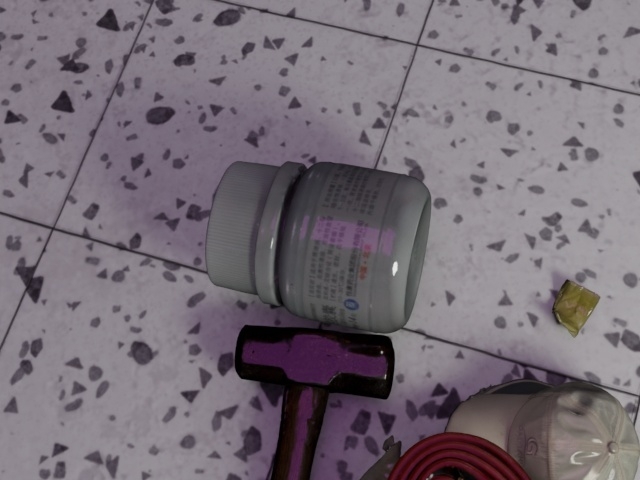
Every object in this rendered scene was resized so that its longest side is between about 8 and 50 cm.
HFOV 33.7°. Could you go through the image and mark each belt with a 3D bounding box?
[{"bbox_3d":[0.203,0.415,1.378,0.227,0.115,0.323,-24,66,5],"label":"belt"}]

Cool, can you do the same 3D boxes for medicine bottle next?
[{"bbox_3d":[0.000,0.000,1.612,0.306,0.245,0.245,11,71,12],"label":"medicine bottle"}]

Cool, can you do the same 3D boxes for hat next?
[{"bbox_3d":[0.315,0.294,1.509,0.275,0.161,0.232,3,66,12],"label":"hat"}]

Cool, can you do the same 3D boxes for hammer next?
[{"bbox_3d":[-0.036,0.327,1.579,0.243,0.095,0.408,8,73,10],"label":"hammer"}]

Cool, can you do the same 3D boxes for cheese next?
[{"bbox_3d":[0.386,0.110,1.628,0.060,0.041,0.084,30,64,10],"label":"cheese"}]

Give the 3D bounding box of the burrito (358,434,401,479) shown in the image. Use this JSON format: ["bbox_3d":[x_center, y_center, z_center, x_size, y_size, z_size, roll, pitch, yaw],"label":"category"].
[{"bbox_3d":[0.040,0.460,1.490,0.348,0.107,0.175,-44,97,-18],"label":"burrito"}]
